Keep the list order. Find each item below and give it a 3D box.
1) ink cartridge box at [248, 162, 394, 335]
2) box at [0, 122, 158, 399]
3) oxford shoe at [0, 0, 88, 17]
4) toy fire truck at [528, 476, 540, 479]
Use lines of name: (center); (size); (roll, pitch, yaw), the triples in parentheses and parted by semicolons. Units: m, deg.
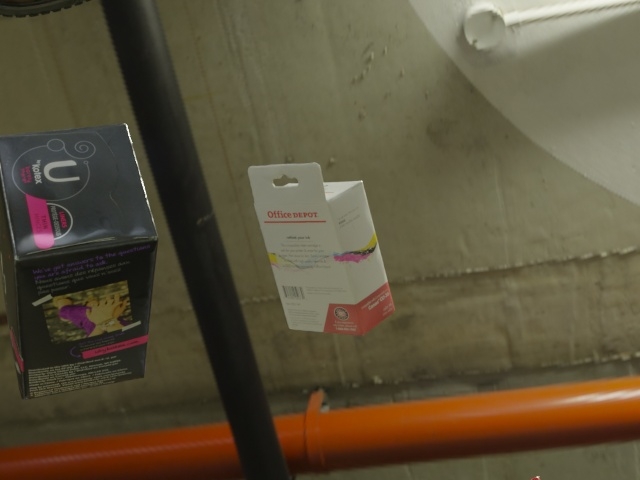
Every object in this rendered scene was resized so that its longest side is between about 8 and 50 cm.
ink cartridge box: (0.000, 0.000, 1.129); (0.115, 0.067, 0.198); (1, -67, 41)
box: (-0.268, 0.028, 1.100); (0.143, 0.165, 0.270); (-8, -36, -20)
oxford shoe: (-0.281, -0.248, 0.873); (0.227, 0.083, 0.096); (-5, -49, -17)
toy fire truck: (0.087, 0.194, 0.652); (0.135, 0.047, 0.192); (-26, -23, 5)
